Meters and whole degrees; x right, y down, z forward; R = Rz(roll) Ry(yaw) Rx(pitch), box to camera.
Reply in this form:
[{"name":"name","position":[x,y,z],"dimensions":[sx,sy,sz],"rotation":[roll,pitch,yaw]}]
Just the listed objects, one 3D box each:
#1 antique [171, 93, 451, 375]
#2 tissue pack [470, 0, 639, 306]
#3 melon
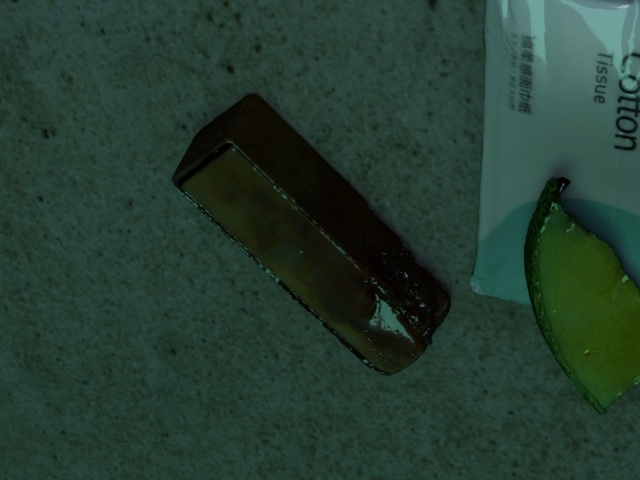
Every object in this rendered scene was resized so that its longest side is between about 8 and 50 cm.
[{"name":"antique","position":[0.000,0.000,1.983],"dimensions":[0.310,0.087,0.093],"rotation":[44,129,-17]},{"name":"tissue pack","position":[0.274,-0.101,1.716],"dimensions":[0.266,0.194,0.356],"rotation":[11,132,15]},{"name":"melon","position":[0.230,0.049,1.699],"dimensions":[0.114,0.053,0.262],"rotation":[-7,133,23]}]
